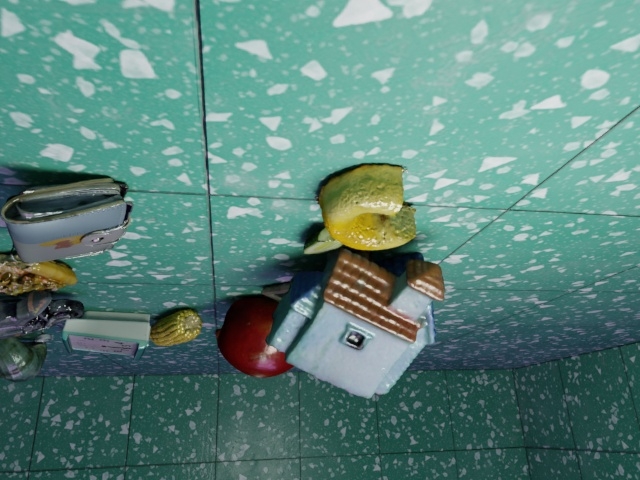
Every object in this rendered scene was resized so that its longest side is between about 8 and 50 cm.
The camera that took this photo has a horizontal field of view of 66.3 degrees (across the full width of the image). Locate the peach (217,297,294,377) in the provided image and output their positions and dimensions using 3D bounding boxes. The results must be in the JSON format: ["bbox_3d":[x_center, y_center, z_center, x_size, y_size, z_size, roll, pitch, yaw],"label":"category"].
[{"bbox_3d":[-0.153,0.265,1.303,0.243,0.200,0.244,21,147,14],"label":"peach"}]

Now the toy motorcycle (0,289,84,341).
[{"bbox_3d":[-0.735,0.186,1.175,0.306,0.108,0.173,-16,160,8],"label":"toy motorcycle"}]

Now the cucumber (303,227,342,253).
[{"bbox_3d":[0.000,0.000,0.890,0.067,0.035,0.107,-4,167,-26],"label":"cucumber"}]

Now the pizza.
[{"bbox_3d":[-0.616,0.072,0.976,0.226,0.069,0.147,-1,161,-4],"label":"pizza"}]

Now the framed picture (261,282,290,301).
[{"bbox_3d":[0.039,0.131,1.253,0.314,0.024,0.232,-9,159,21],"label":"framed picture"}]

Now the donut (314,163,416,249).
[{"bbox_3d":[0.070,-0.040,0.739,0.145,0.078,0.181,-10,156,13],"label":"donut"}]

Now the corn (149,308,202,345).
[{"bbox_3d":[-0.430,0.262,1.454,0.093,0.094,0.244,13,158,-35],"label":"corn"}]

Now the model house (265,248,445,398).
[{"bbox_3d":[0.096,0.106,0.983,0.294,0.252,0.329,26,125,-7],"label":"model house"}]

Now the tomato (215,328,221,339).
[{"bbox_3d":[-0.292,0.352,1.736,0.155,0.070,0.156,-2,160,-1],"label":"tomato"}]

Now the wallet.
[{"bbox_3d":[-0.380,-0.026,0.740,0.170,0.070,0.231,-11,169,-31],"label":"wallet"}]

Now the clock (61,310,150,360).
[{"bbox_3d":[-0.638,0.280,1.474,0.231,0.116,0.262,11,155,-19],"label":"clock"}]

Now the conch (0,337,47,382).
[{"bbox_3d":[-1.043,0.386,1.638,0.220,0.196,0.277,18,-160,34],"label":"conch"}]
